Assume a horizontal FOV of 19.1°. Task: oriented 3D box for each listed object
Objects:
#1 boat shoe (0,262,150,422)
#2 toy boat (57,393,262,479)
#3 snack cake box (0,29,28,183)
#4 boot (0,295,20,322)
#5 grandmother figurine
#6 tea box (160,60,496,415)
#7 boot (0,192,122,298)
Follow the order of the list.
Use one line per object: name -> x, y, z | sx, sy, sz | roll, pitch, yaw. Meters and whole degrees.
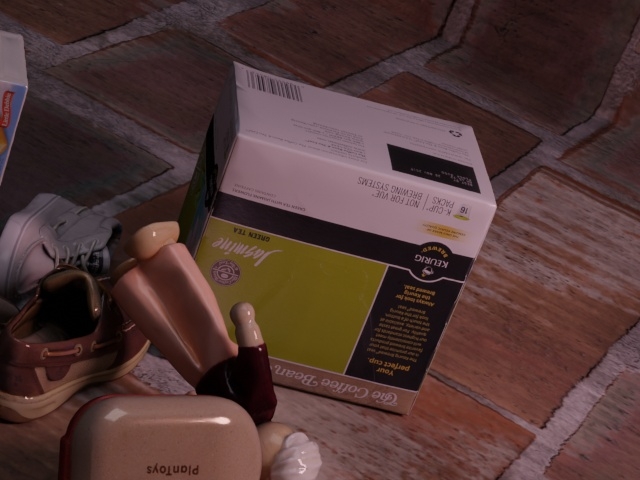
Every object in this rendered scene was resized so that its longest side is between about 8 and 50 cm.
boat shoe -> -0.279, 0.091, 2.189 | 0.123, 0.123, 0.342 | 29, 27, 16
toy boat -> -0.180, 0.233, 2.002 | 0.231, 0.151, 0.151 | 3, 1, -32
snack cake box -> -0.433, -0.115, 2.319 | 0.089, 0.264, 0.152 | 11, 27, -18
boot -> -0.408, 0.095, 2.192 | 0.118, 0.042, 0.087 | 13, 33, -13
grandmother figurine -> -0.114, 0.151, 2.126 | 0.104, 0.208, 0.342 | -26, 69, -25
tea box -> 0.000, 0.000, 2.343 | 0.329, 0.323, 0.220 | 15, 26, -13
boot -> -0.320, 0.013, 2.344 | 0.123, 0.095, 0.258 | 14, 24, 3
